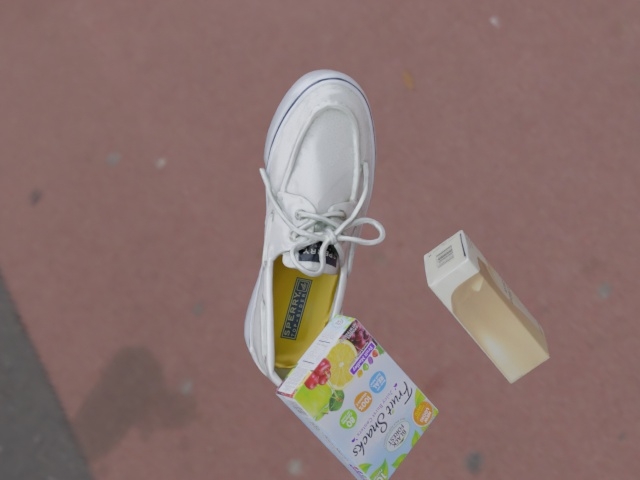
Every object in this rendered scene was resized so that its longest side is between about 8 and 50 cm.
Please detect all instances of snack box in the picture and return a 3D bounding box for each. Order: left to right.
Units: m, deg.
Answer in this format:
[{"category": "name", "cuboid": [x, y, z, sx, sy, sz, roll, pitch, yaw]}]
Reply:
[{"category": "snack box", "cuboid": [0.036, 0.153, 1.653, 0.100, 0.141, 0.037, -50, 28, -18]}]

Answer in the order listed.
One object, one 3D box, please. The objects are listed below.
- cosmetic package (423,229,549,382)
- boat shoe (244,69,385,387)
[{"category": "cosmetic package", "cuboid": [0.135, 0.053, 1.409, 0.041, 0.115, 0.060, -36, 22, 14]}, {"category": "boat shoe", "cuboid": [-0.009, 0.000, 1.933, 0.156, 0.135, 0.367, -122, 44, -68]}]
